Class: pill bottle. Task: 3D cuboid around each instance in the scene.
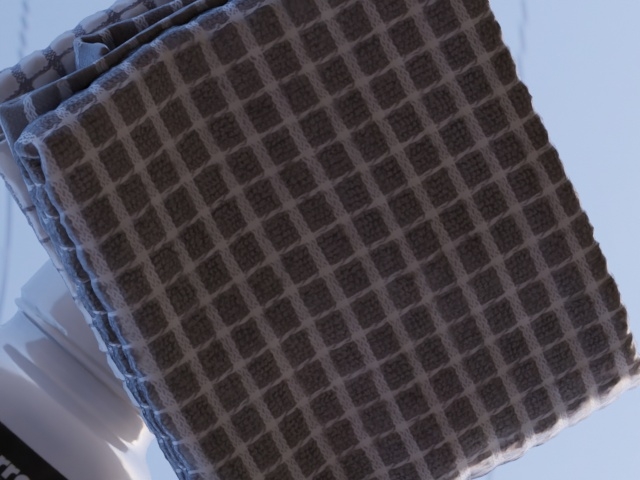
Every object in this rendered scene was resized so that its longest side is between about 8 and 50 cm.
[{"bbox_3d":[-0.235,0.179,1.211,0.188,0.188,0.334,43,-97,-22],"label":"pill bottle"}]

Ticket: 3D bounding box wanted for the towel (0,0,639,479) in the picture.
[{"bbox_3d":[0.000,0.000,0.851,0.235,0.121,0.284,-29,-69,-6],"label":"towel"}]
